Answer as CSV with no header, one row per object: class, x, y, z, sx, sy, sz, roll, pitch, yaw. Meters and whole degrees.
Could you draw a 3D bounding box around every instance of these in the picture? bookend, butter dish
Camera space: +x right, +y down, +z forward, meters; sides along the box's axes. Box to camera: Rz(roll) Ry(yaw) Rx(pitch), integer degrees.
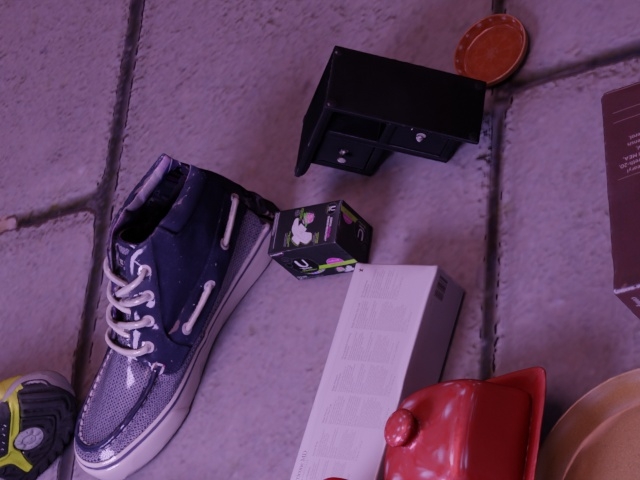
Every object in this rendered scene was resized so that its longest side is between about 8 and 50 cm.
bookend,0.067,-0.112,1.940,0.157,0.156,0.072,119,162,-63
butter dish,0.108,0.181,1.694,0.160,0.118,0.160,-22,50,50

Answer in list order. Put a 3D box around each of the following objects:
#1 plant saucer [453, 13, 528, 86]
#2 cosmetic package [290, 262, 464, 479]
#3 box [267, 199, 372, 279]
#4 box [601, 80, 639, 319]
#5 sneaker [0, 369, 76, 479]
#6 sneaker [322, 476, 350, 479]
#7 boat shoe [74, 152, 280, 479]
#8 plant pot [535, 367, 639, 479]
plant saucer,0.174,-0.192,1.962,0.083,0.013,0.083,-19,53,27
cosmetic package,0.054,0.140,1.817,0.099,0.060,0.239,3,66,36
box,0.000,0.000,1.942,0.083,0.062,0.052,-10,57,33
box,0.348,-0.028,1.622,0.167,0.168,0.203,-17,54,28
sneaker,-0.431,0.229,2.074,0.384,0.145,0.147,-31,50,17
sneaker,-0.016,0.265,1.735,0.221,0.128,0.087,-4,26,25
boat shoe,-0.184,0.070,1.971,0.127,0.158,0.340,20,76,43
plant pot,0.281,0.218,1.619,0.236,0.032,0.236,-19,53,27
